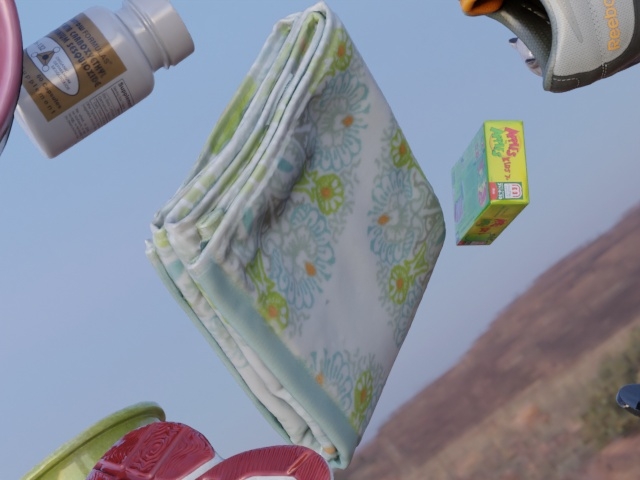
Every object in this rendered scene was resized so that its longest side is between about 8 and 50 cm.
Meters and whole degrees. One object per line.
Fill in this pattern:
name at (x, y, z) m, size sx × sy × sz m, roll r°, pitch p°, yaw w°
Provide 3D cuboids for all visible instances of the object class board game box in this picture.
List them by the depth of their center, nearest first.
board game box at (0.184, -0.060, 1.544) m, size 0.043 × 0.092 × 0.181 m, roll -1°, pitch -14°, yaw -7°

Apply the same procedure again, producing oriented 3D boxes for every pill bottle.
pill bottle at (-0.276, -0.213, 1.732) m, size 0.229 × 0.131 × 0.131 m, roll -35°, pitch -7°, yaw -11°

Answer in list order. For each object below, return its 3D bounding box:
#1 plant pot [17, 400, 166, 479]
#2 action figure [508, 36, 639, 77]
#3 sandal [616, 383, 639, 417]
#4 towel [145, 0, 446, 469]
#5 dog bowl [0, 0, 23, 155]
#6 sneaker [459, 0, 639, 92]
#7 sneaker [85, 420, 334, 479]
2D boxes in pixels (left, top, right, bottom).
plant pot at (-0.192, 0.351, 1.444) m, size 0.276 × 0.254 × 0.276 m, roll -39°, pitch -16°, yaw -14°
action figure at (0.402, -0.306, 1.807) m, size 0.330 × 0.178 × 0.341 m, roll -22°, pitch -27°, yaw 8°
sandal at (0.457, 0.196, 1.764) m, size 0.067 × 0.179 × 0.040 m, roll -99°, pitch 17°, yaw -57°
towel at (0.000, 0.000, 1.391) m, size 0.090 × 0.374 × 0.320 m, roll 7°, pitch 54°, yaw 34°
dog bowl at (-0.479, -0.189, 1.387) m, size 0.408 × 0.408 × 0.150 m, roll -33°, pitch 10°, yaw -28°
sneaker at (0.096, -0.203, 0.830) m, size 0.108 × 0.271 × 0.100 m, roll -36°, pitch -16°, yaw -9°
sneaker at (-0.048, 0.182, 0.840) m, size 0.221 × 0.128 × 0.087 m, roll 2°, pitch 47°, yaw 51°
